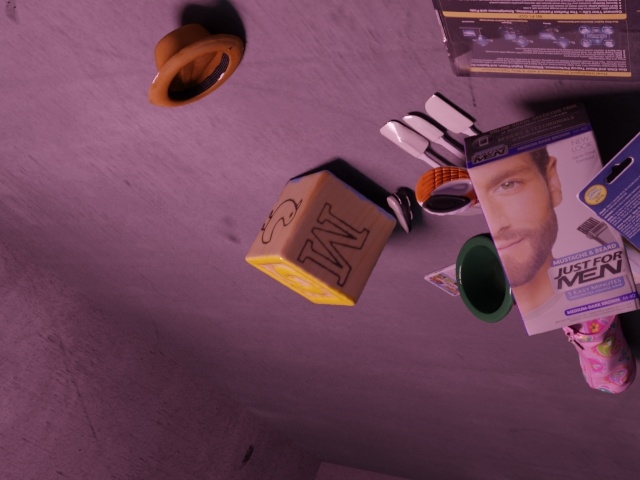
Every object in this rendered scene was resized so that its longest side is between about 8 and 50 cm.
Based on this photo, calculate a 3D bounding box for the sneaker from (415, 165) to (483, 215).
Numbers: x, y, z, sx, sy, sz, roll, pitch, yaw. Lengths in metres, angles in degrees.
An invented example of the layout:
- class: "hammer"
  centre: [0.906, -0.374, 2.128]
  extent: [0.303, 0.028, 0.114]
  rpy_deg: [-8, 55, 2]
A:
- class: "sneaker"
  centre: [0.296, -0.086, 1.401]
  extent: [0.263, 0.099, 0.121]
  rpy_deg: [2, 177, 10]

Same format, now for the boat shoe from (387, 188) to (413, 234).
- class: "boat shoe"
  centre: [0.164, -0.057, 1.628]
  extent: [0.046, 0.038, 0.125]
  rpy_deg: [46, 171, 38]

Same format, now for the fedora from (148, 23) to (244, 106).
- class: "fedora"
  centre: [-0.219, -0.300, 1.377]
  extent: [0.079, 0.194, 0.194]
  rpy_deg: [59, 156, 10]

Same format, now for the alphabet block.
- class: "alphabet block"
  centre: [0.000, 0.000, 1.652]
  extent: [0.193, 0.197, 0.192]
  rpy_deg: [33, 163, -19]

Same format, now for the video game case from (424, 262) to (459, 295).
- class: "video game case"
  centre: [0.298, 0.088, 1.830]
  extent: [0.087, 0.011, 0.122]
  rpy_deg: [30, 153, -17]

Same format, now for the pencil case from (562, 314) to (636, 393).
- class: "pencil case"
  centre: [0.574, 0.210, 1.715]
  extent: [0.124, 0.124, 0.284]
  rpy_deg: [5, 150, 33]

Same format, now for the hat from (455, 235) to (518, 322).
- class: "hat"
  centre: [0.395, 0.069, 1.687]
  extent: [0.184, 0.172, 0.208]
  rpy_deg: [-11, 153, -26]

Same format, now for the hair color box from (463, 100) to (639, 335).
- class: "hair color box"
  centre: [0.360, -0.024, 1.280]
  extent: [0.185, 0.110, 0.338]
  rpy_deg: [-17, 120, 17]

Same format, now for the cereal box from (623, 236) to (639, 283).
- class: "cereal box"
  centre: [0.490, 0.029, 1.520]
  extent: [0.173, 0.047, 0.240]
  rpy_deg: [34, 152, -21]

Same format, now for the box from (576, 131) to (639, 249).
- class: "box"
  centre: [0.467, -0.036, 1.089]
  extent: [0.225, 0.036, 0.136]
  rpy_deg: [40, 124, 1]

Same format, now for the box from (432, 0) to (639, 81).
- class: "box"
  centre: [0.315, -0.315, 0.941]
  extent: [0.395, 0.097, 0.318]
  rpy_deg: [8, 149, 28]

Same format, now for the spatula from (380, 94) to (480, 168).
- class: "spatula"
  centre: [0.236, -0.151, 1.418]
  extent: [0.242, 0.019, 0.168]
  rpy_deg: [31, 148, -20]
